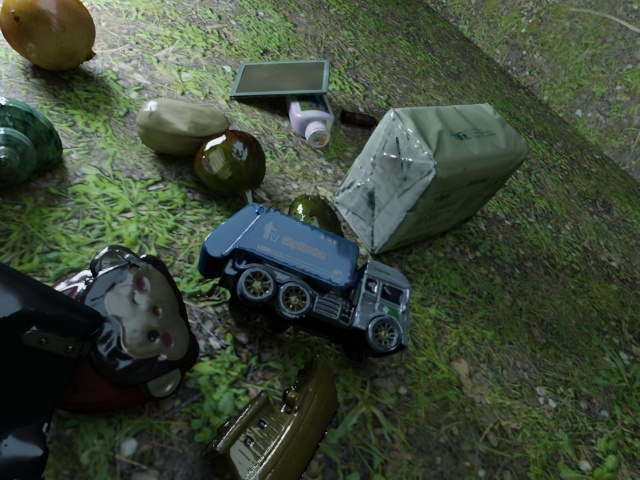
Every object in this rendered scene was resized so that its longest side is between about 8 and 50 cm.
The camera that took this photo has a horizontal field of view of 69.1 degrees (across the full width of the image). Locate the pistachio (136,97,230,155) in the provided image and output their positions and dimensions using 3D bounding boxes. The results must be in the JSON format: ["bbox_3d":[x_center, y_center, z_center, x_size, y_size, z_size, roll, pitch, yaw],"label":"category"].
[{"bbox_3d":[-0.294,-0.236,1.003,0.201,0.117,0.145,5,32,-32],"label":"pistachio"}]

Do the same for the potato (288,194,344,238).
[{"bbox_3d":[0.000,0.000,0.952,0.118,0.090,0.225,-1,56,-37],"label":"potato"}]

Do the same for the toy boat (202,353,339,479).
[{"bbox_3d":[-0.079,0.277,0.631,0.121,0.089,0.321,41,45,1],"label":"toy boat"}]

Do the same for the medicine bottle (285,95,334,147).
[{"bbox_3d":[-0.026,-0.347,1.287,0.115,0.078,0.219,1,48,-19],"label":"medicine bottle"}]

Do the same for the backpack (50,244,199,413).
[{"bbox_3d":[-0.292,0.129,0.639,0.230,0.139,0.229,11,64,-24],"label":"backpack"}]

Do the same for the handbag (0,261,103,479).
[{"bbox_3d":[-0.407,0.161,0.477,0.288,0.152,0.341,20,78,-22],"label":"handbag"}]

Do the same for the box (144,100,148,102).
[{"bbox_3d":[-0.348,-0.285,1.073,0.117,0.050,0.036,1,56,-29],"label":"box"}]

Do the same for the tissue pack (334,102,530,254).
[{"bbox_3d":[0.262,-0.153,1.093,0.381,0.297,0.207,-15,60,-39],"label":"tissue pack"}]

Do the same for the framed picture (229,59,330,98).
[{"bbox_3d":[-0.109,-0.463,1.327,0.275,0.017,0.217,0,45,6],"label":"framed picture"}]

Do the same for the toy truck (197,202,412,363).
[{"bbox_3d":[-0.023,0.078,0.789,0.368,0.146,0.175,24,63,-10],"label":"toy truck"}]

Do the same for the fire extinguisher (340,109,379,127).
[{"bbox_3d":[0.125,-0.369,1.424,0.132,0.039,0.056,3,57,-26],"label":"fire extinguisher"}]

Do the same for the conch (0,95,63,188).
[{"bbox_3d":[-0.544,-0.168,0.803,0.176,0.122,0.188,28,39,-39],"label":"conch"}]

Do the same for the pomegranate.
[{"bbox_3d":[-0.594,-0.463,1.020,0.192,0.191,0.191,15,43,-15],"label":"pomegranate"}]

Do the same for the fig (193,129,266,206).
[{"bbox_3d":[-0.168,-0.109,0.950,0.149,0.149,0.245,-7,64,-33],"label":"fig"}]
